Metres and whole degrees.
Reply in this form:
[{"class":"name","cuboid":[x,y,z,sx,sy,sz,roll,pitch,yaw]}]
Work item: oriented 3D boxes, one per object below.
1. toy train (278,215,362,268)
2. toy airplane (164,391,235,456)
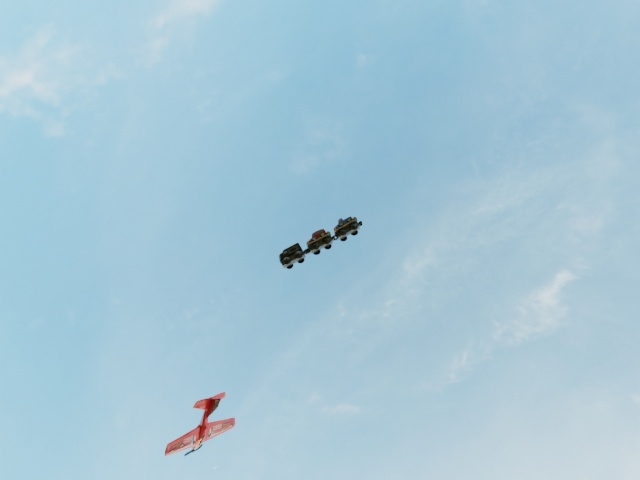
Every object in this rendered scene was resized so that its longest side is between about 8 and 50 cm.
[{"class":"toy train","cuboid":[0.000,0.000,0.698,0.158,0.027,0.036,-27,-120,-8]},{"class":"toy airplane","cuboid":[-0.216,0.338,0.747,0.028,0.151,0.151,38,-85,34]}]
